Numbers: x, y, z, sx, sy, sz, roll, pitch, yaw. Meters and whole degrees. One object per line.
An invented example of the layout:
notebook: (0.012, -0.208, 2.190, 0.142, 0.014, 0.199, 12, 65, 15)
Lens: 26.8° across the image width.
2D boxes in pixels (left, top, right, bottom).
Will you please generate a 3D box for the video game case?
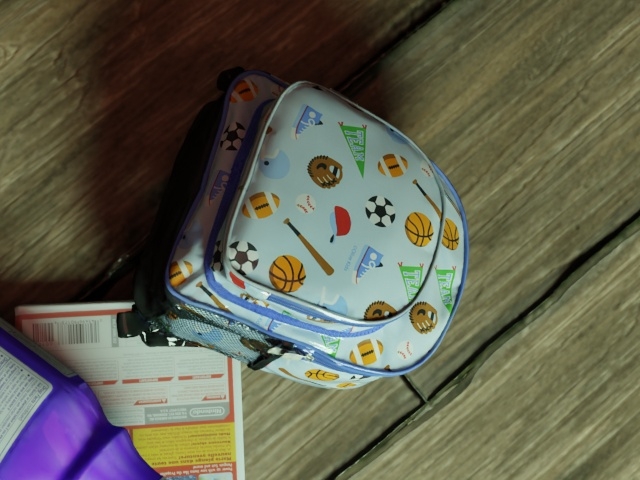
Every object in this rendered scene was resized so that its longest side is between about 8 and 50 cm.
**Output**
video game case: (-0.172, 0.197, 1.231, 0.204, 0.025, 0.285, -2, 89, -11)

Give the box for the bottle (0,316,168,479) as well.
bottle: (-0.251, 0.158, 1.151, 0.283, 0.092, 0.118, 35, 94, 6)

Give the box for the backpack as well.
backpack: (0.000, 0.000, 1.173, 0.263, 0.213, 0.276, 26, 73, -22)
